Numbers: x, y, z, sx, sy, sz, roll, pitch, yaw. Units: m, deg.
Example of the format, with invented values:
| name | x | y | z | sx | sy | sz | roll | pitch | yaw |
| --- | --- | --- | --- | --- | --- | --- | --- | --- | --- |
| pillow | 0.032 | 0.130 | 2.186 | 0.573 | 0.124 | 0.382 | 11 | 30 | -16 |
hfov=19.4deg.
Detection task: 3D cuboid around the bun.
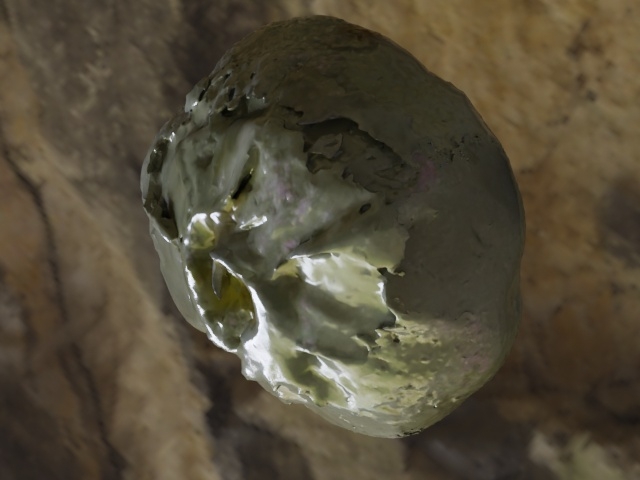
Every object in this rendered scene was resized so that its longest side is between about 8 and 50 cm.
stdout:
| name | x | y | z | sx | sy | sz | roll | pitch | yaw |
| --- | --- | --- | --- | --- | --- | --- | --- | --- | --- |
| bun | 0.000 | 0.000 | 1.002 | 0.141 | 0.239 | 0.239 | -29 | -41 | -34 |
